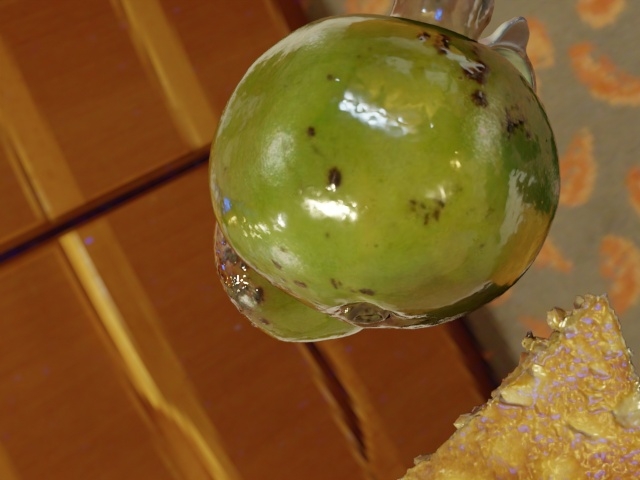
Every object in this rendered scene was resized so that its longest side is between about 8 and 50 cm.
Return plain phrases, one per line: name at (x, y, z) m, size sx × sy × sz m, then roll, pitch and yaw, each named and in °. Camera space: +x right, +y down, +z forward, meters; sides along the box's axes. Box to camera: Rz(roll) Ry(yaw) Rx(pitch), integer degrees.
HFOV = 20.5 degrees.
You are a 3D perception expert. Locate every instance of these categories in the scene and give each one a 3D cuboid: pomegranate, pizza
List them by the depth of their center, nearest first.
pomegranate at (0.040, -0.059, 0.909) m, size 0.180 × 0.180 × 0.210 m, roll 7°, pitch 77°, yaw 37°
pomegranate at (-0.007, 0.004, 1.115) m, size 0.129 × 0.159 × 0.129 m, roll 0°, pitch 91°, yaw 1°
pizza at (0.160, 0.132, 1.125) m, size 0.201 × 0.193 × 0.053 m, roll 23°, pitch 169°, yaw 1°

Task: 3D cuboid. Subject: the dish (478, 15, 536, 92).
dish at (0.084, -0.101, 1.525) m, size 0.086 × 0.236 × 0.228 m, roll 35°, pitch 173°, yaw 32°
